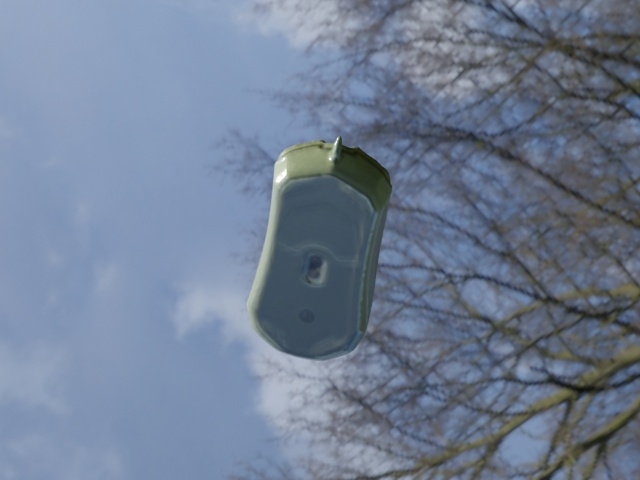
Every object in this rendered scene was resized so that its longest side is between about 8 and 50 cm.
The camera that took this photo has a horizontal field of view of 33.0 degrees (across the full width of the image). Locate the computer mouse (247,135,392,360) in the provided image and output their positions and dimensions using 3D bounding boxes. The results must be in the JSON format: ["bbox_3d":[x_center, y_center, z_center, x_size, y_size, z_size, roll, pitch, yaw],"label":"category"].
[{"bbox_3d":[0.000,0.000,0.762,0.089,0.182,0.056,10,-148,1],"label":"computer mouse"}]
